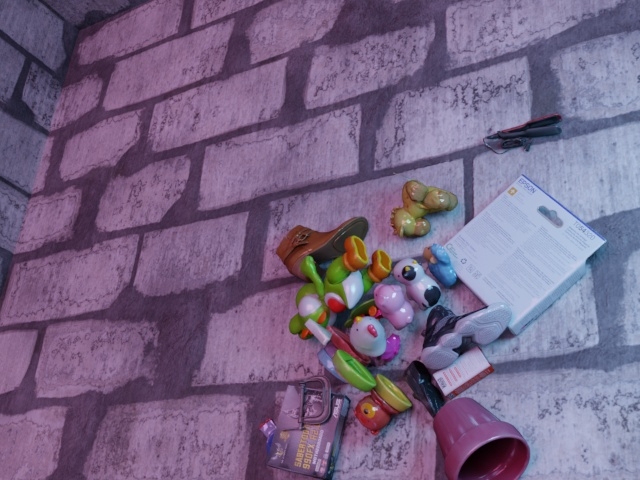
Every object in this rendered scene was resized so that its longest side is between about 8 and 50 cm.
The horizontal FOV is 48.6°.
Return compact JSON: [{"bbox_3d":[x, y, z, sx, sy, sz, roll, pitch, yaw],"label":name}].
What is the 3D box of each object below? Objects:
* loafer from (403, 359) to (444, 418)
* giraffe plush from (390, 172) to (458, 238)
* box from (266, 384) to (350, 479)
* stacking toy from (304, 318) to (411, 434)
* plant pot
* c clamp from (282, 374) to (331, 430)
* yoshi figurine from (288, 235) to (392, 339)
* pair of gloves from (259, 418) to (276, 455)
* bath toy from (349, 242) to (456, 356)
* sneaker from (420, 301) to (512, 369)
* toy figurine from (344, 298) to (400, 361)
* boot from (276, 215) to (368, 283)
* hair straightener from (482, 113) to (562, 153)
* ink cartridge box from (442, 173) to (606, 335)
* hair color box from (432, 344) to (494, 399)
[{"bbox_3d":[0.273,0.401,1.874,0.061,0.062,0.170,-50,42,29],"label":"loafer"},{"bbox_3d":[0.278,-0.085,2.079,0.210,0.181,0.170,24,101,29],"label":"giraffe plush"},{"bbox_3d":[-0.032,0.532,1.972,0.183,0.056,0.231,6,66,25],"label":"box"},{"bbox_3d":[0.062,0.362,1.888,0.130,0.279,0.309,-50,48,6],"label":"stacking toy"},{"bbox_3d":[0.366,0.479,1.688,0.201,0.201,0.180,-43,34,6],"label":"plant pot"},{"bbox_3d":[-0.035,0.450,1.971,0.137,0.022,0.160,-3,62,22],"label":"c clamp"},{"bbox_3d":[0.032,0.133,2.062,0.203,0.203,0.362,50,117,13],"label":"yoshi figurine"},{"bbox_3d":[-0.088,0.544,2.045,0.198,0.023,0.159,-44,50,5],"label":"pair of gloves"},{"bbox_3d":[0.211,0.158,1.898,0.348,0.129,0.151,-42,72,-17],"label":"bath toy"},{"bbox_3d":[0.365,0.212,1.846,0.269,0.101,0.153,-38,27,22],"label":"sneaker"},{"bbox_3d":[0.156,0.269,1.994,0.173,0.130,0.159,-42,56,35],"label":"toy figurine"},{"bbox_3d":[0.000,0.000,2.252,0.283,0.109,0.220,-48,37,-4],"label":"boot"},{"bbox_3d":[0.583,-0.301,2.058,0.231,0.047,0.089,-8,61,30],"label":"hair straightener"},{"bbox_3d":[0.530,0.032,1.896,0.330,0.071,0.324,-42,49,4],"label":"ink cartridge box"},{"bbox_3d":[0.372,0.343,1.843,0.141,0.043,0.072,-36,51,10],"label":"hair color box"}]
